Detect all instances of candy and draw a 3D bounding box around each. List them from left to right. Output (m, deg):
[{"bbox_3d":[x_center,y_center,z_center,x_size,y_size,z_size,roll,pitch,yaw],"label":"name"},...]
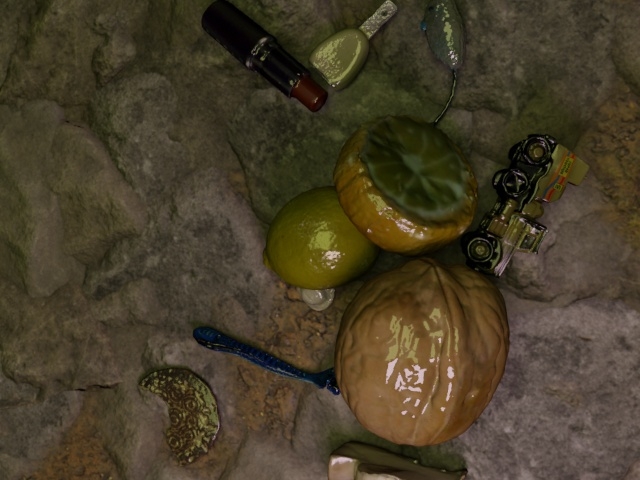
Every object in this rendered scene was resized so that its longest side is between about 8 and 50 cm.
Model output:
[{"bbox_3d":[0.145,-0.094,1.276,0.259,0.260,0.118,53,143,11],"label":"candy"}]

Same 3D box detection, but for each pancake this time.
[{"bbox_3d":[-0.280,0.347,1.475,0.184,0.020,0.190,7,88,14],"label":"pancake"}]

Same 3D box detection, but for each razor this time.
[{"bbox_3d":[-0.097,0.226,1.419,0.324,0.093,0.056,13,126,19],"label":"razor"}]

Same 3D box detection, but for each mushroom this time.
[{"bbox_3d":[0.115,0.464,1.291,0.237,0.162,0.173,11,88,17],"label":"mushroom"}]

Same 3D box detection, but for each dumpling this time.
[{"bbox_3d":[-0.008,0.104,1.405,0.077,0.043,0.059,-10,107,11],"label":"dumpling"}]

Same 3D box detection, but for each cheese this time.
[{"bbox_3d":[0.068,-0.374,1.408,0.192,0.037,0.097,-44,79,10],"label":"cheese"}]

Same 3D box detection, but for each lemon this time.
[{"bbox_3d":[0.000,0.000,1.336,0.249,0.184,0.184,-24,82,19],"label":"lemon"}]

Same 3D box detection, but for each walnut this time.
[{"bbox_3d":[0.165,0.177,1.236,0.277,0.252,0.312,10,114,11],"label":"walnut"}]

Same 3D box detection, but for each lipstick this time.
[{"bbox_3d":[-0.104,-0.351,1.431,0.300,0.081,0.081,41,97,14],"label":"lipstick"}]

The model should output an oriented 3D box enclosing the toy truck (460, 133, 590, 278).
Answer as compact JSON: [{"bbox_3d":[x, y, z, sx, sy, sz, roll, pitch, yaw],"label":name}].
[{"bbox_3d":[0.338,-0.052,1.282,0.127,0.127,0.257,31,96,0],"label":"toy truck"}]

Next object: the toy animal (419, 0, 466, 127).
[{"bbox_3d":[0.224,-0.324,1.359,0.079,0.070,0.252,12,105,49],"label":"toy animal"}]
